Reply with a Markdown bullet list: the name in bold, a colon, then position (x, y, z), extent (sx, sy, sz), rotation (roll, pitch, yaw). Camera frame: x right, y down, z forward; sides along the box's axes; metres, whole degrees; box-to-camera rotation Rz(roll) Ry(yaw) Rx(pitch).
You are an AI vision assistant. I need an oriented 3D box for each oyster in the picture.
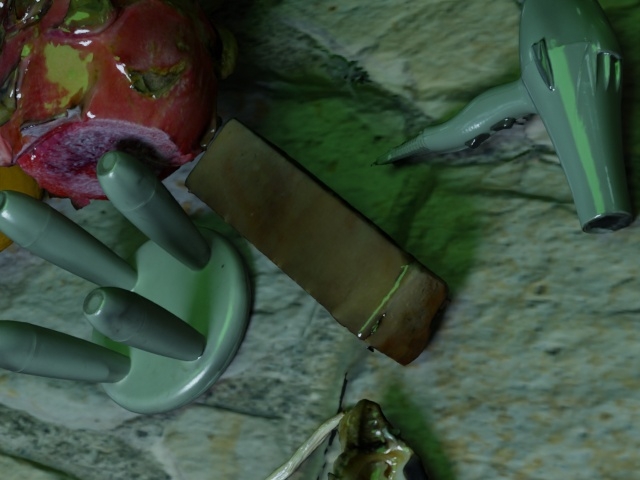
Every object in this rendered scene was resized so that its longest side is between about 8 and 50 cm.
- **oyster**: position (0.074, 0.275, 1.524), extent (0.128, 0.079, 0.345), rotation (-21, 50, 5)

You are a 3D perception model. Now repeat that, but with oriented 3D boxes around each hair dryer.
- **hair dryer**: position (0.177, -0.071, 1.635), extent (0.267, 0.092, 0.229), rotation (-47, 50, 29)

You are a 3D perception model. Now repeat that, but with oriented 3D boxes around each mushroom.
- **mushroom**: position (-0.078, 0.246, 1.697), extent (0.286, 0.026, 0.028), rotation (-45, 62, 10)

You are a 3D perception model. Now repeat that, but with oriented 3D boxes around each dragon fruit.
- **dragon fruit**: position (-0.212, -0.192, 1.839), extent (0.250, 0.269, 0.291), rotation (-35, 47, 38)

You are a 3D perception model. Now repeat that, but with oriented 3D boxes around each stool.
- **stool**: position (-0.198, 0.043, 1.783), extent (0.195, 0.198, 0.195), rotation (-18, 55, 34)

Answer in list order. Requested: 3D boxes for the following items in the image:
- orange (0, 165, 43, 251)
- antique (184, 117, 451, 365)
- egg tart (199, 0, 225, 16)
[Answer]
- **orange**: position (-0.403, -0.074, 2.005), extent (0.219, 0.219, 0.193), rotation (-32, 60, 23)
- **antique**: position (0.000, 0.000, 1.711), extent (0.087, 0.093, 0.310), rotation (-54, 45, 3)
- **egg tart**: position (-0.149, -0.306, 2.006), extent (0.212, 0.090, 0.213), rotation (-18, 59, 33)
